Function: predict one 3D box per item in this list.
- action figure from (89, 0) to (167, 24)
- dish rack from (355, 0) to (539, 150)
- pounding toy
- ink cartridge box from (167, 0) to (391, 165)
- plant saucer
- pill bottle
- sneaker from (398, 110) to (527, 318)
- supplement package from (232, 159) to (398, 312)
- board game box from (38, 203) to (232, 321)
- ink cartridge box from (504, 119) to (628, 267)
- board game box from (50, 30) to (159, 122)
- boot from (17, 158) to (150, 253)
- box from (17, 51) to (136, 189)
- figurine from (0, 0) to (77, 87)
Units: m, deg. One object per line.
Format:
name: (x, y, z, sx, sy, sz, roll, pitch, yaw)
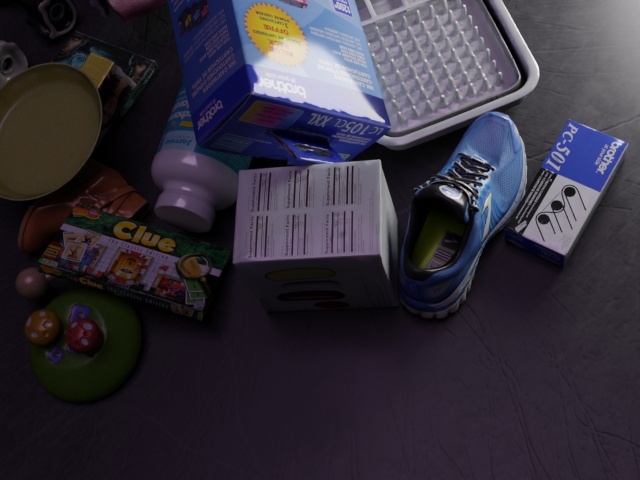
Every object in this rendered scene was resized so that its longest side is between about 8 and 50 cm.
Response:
action figure: (-0.223, -0.523, 1.639, 0.370, 0.276, 0.248, -21, 55, 18)
dish rack: (0.170, -0.304, 1.543, 0.285, 0.072, 0.333, -21, 62, 1)
pounding toy: (-0.377, 0.118, 1.423, 0.183, 0.110, 0.237, -21, 67, 5)
ink cartridge box: (-0.062, -0.266, 1.421, 0.151, 0.270, 0.396, -34, 60, 43)
plant saucer: (-0.447, -0.170, 1.528, 0.241, 0.037, 0.241, -7, 69, 18)
pill bottle: (-0.178, -0.149, 1.501, 0.146, 0.146, 0.264, 8, 66, 16)
sneaker: (0.208, -0.053, 1.369, 0.129, 0.147, 0.330, 18, 69, 20)
supplement package: (0.000, 0.000, 1.361, 0.203, 0.194, 0.149, -3, 64, 11)
board game box: (-0.278, 0.030, 1.444, 0.259, 0.030, 0.136, 16, 44, 4)
ink cartridge box: (0.361, -0.071, 1.400, 0.097, 0.046, 0.207, 27, 73, 21)
board game box: (-0.395, -0.293, 1.688, 0.186, 0.026, 0.126, 23, 72, 22)
boot: (-0.383, -0.030, 1.535, 0.152, 0.073, 0.197, 35, 89, 12)
box: (-0.405, -0.192, 1.588, 0.058, 0.087, 0.232, 28, 84, 24)
figurine: (-0.590, -0.401, 1.760, 0.209, 0.092, 0.215, 32, 75, 32)
